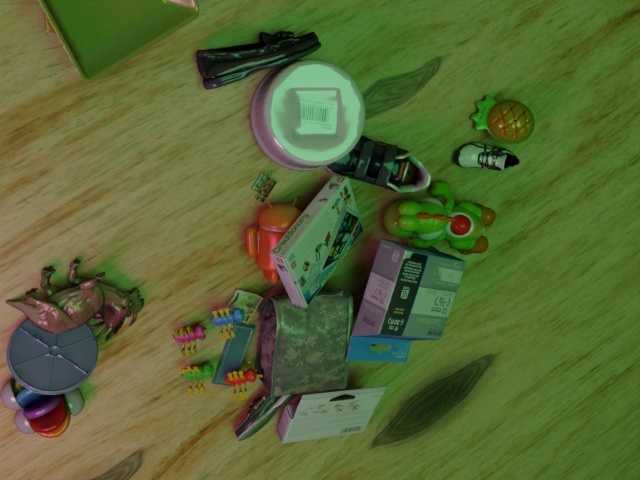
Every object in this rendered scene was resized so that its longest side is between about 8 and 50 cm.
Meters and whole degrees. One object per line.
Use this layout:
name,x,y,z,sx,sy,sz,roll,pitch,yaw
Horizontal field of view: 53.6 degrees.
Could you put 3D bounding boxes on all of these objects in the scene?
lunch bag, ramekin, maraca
lunch bag,-0.043,0.262,1.732,0.236,0.169,0.286,-1,112,-24
ramekin,-0.024,-0.306,1.536,0.278,0.135,0.276,-2,98,-14
maraca,0.528,-0.349,1.829,0.186,0.099,0.127,18,91,-3

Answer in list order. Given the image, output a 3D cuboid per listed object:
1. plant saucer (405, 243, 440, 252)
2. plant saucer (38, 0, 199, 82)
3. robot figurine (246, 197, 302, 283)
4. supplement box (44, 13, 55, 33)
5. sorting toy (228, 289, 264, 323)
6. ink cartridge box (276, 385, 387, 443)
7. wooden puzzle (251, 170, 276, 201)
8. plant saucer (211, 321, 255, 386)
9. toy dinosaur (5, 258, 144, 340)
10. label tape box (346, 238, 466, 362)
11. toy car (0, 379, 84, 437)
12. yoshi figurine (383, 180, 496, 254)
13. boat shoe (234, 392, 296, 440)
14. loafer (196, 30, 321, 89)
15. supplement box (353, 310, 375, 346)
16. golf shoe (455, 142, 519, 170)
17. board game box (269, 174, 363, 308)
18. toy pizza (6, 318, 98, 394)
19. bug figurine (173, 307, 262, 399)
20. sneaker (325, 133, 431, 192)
plant saucer,0.278,0.142,1.911,0.278,0.041,0.277,-7,109,-22
plant saucer,-0.440,-0.540,1.267,0.333,0.081,0.332,-45,134,-30
robot figurine,-0.102,-0.002,1.641,0.158,0.128,0.219,7,108,10
supplement box,-0.534,-0.544,1.293,0.078,0.080,0.233,-6,108,-22
sorting toy,-0.206,0.169,1.702,0.075,0.045,0.083,32,93,-22
ink cartridge box,0.032,0.491,1.853,0.275,0.060,0.238,0,130,-25
wooden puzzle,-0.147,-0.143,1.641,0.049,0.006,0.083,32,92,-29
plant saucer,-0.239,0.317,1.748,0.067,0.018,0.191,15,99,-28
toy dinosaur,-0.574,0.163,1.491,0.296,0.127,0.200,-16,120,-13
label tape box,0.234,0.189,1.730,0.249,0.115,0.347,11,97,-38
toy car,-0.662,0.391,1.513,0.159,0.136,0.181,-22,115,-16
yoshi figurine,0.323,-0.057,1.818,0.362,0.203,0.203,9,138,-39
boat shoe,-0.162,0.477,1.810,0.228,0.068,0.081,-42,159,-2
loafer,-0.144,-0.446,1.488,0.303,0.109,0.095,-24,111,-12
supplement box,0.149,0.250,1.862,0.056,0.083,0.083,-24,115,-16
golf shoe,0.490,-0.243,1.846,0.198,0.094,0.077,-6,110,-21
board game box,0.000,0.000,1.629,0.305,0.053,0.192,-52,141,-32
toy pizza,-0.630,0.265,1.494,0.202,0.032,0.201,13,60,-25
bug figurine,-0.274,0.293,1.675,0.217,0.072,0.278,-8,113,-2
sneaker,0.154,-0.208,1.689,0.321,0.127,0.126,9,104,-25
